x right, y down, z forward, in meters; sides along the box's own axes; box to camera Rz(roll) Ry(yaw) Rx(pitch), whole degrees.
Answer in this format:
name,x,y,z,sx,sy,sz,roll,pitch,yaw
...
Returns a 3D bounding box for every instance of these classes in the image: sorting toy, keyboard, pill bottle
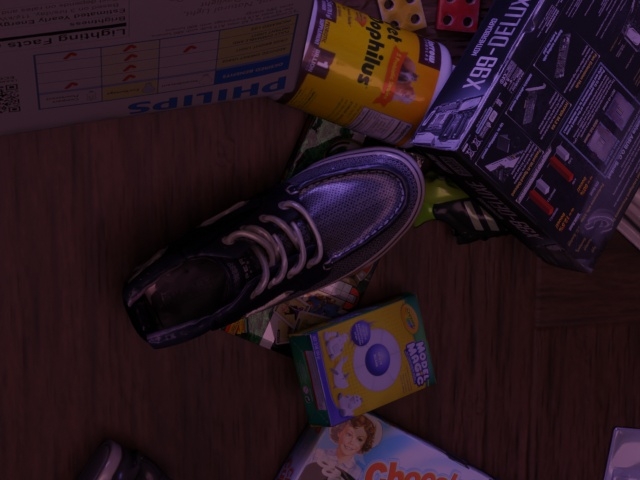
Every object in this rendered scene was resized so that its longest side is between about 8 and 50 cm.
name,x,y,z,sx,sy,sz,roll,pitch,yaw
sorting toy,0.128,-0.340,1.896,0.132,0.046,0.274,6,100,-15
keyboard,0.454,0.263,2.126,0.256,0.014,0.072,7,95,-16
pill bottle,0.054,-0.168,1.875,0.215,0.117,0.117,19,96,-18

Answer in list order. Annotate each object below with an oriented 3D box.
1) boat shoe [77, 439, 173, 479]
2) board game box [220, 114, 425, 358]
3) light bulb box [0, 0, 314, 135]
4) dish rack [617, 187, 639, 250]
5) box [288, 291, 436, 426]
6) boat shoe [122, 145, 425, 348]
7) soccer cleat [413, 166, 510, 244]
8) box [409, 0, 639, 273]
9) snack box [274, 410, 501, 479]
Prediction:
name,x,y,z,sx,sy,sz,roll,pitch,yaw
boat shoe,-0.267,0.371,1.910,0.095,0.112,0.335,32,89,-14
board game box,0.000,0.000,1.945,0.136,0.030,0.259,22,95,-15
light bulb box,-0.196,-0.279,1.626,0.358,0.361,0.225,-9,71,-10
dish rack,0.482,-0.102,2.021,0.285,0.072,0.333,40,91,-17
box,0.055,0.124,1.940,0.179,0.043,0.105,-20,99,-40
boat shoe,-0.045,0.014,1.835,0.340,0.158,0.127,-30,94,3
soccer cleat,0.183,-0.027,1.975,0.179,0.060,0.072,13,108,-10
box,0.262,-0.158,1.887,0.242,0.076,0.307,38,76,-35
snack box,0.101,0.319,2.019,0.322,0.060,0.187,29,92,-18
